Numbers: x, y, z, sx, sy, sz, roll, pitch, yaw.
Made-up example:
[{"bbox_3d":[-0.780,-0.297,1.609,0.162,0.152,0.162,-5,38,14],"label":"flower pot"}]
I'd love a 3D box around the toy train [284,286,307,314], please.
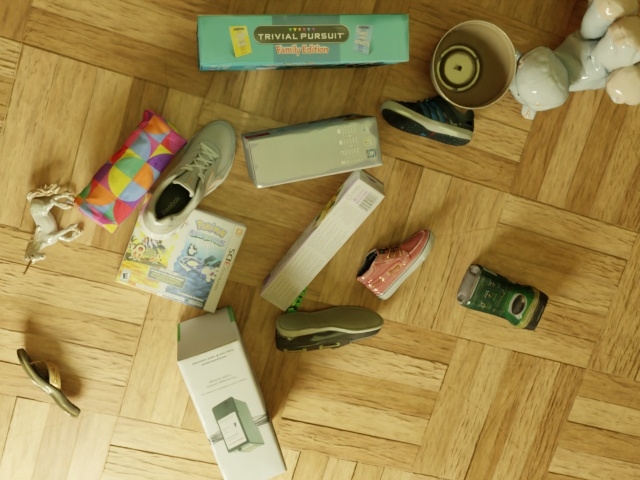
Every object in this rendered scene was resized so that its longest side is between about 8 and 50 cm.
[{"bbox_3d":[-0.051,0.125,1.417,0.023,0.017,0.083,22,97,-4],"label":"toy train"}]

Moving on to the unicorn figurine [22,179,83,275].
[{"bbox_3d":[-0.507,-0.025,1.281,0.111,0.060,0.162,-12,88,-7],"label":"unicorn figurine"}]

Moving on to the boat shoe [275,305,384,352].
[{"bbox_3d":[0.018,0.187,1.414,0.227,0.081,0.069,-2,121,-14],"label":"boat shoe"}]

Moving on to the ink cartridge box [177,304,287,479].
[{"bbox_3d":[-0.176,0.301,1.332,0.121,0.211,0.289,-19,106,-8],"label":"ink cartridge box"}]

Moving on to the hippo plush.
[{"bbox_3d":[0.477,-0.363,1.321,0.236,0.294,0.234,-11,105,15],"label":"hippo plush"}]

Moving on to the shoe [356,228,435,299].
[{"bbox_3d":[0.153,0.034,1.410,0.081,0.063,0.178,37,98,-21],"label":"shoe"}]

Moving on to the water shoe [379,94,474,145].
[{"bbox_3d":[0.213,-0.252,1.367,0.203,0.073,0.080,17,77,-18],"label":"water shoe"}]

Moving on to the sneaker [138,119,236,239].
[{"bbox_3d":[-0.230,-0.116,1.251,0.099,0.121,0.262,34,74,-11],"label":"sneaker"}]

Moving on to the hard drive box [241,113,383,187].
[{"bbox_3d":[-0.022,-0.170,1.273,0.232,0.181,0.089,-12,104,-9],"label":"hard drive box"}]

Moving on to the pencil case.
[{"bbox_3d":[-0.351,-0.126,1.256,0.104,0.104,0.236,41,87,-16],"label":"pencil case"}]

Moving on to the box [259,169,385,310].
[{"bbox_3d":[0.000,0.000,1.319,0.067,0.063,0.324,33,115,-14],"label":"box"}]

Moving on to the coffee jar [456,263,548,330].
[{"bbox_3d":[0.392,0.124,1.468,0.184,0.079,0.096,22,94,-14],"label":"coffee jar"}]

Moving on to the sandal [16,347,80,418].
[{"bbox_3d":[-0.523,0.271,1.335,0.049,0.072,0.180,-42,108,-16],"label":"sandal"}]

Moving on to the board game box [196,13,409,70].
[{"bbox_3d":[-0.044,-0.342,1.193,0.335,0.254,0.079,-4,102,-10],"label":"board game box"}]

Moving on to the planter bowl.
[{"bbox_3d":[0.282,-0.337,1.329,0.162,0.109,0.162,-1,101,-6],"label":"planter bowl"}]

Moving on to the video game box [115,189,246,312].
[{"bbox_3d":[-0.270,0.023,1.337,0.205,0.048,0.187,20,95,-14],"label":"video game box"}]
